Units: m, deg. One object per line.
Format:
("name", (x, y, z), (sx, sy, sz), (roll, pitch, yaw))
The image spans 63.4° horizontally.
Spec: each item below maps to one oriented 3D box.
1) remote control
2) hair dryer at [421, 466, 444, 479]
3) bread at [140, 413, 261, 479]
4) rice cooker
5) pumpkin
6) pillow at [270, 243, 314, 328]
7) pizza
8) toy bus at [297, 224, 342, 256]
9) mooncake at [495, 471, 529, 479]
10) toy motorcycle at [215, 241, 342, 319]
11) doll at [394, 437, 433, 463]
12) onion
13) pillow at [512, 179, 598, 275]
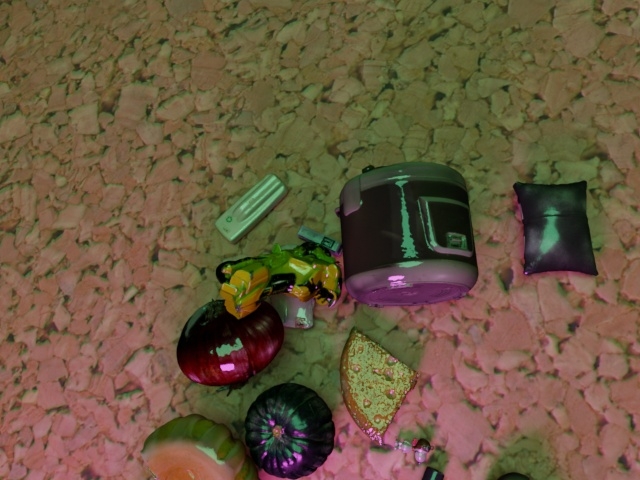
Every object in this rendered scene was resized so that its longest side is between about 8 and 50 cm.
("remote control", (-0.197, -0.096, 1.477), (0.230, 0.049, 0.090), (-44, 69, -3))
("hair dryer", (0.301, 0.636, 1.173), (0.195, 0.050, 0.173), (22, 79, 11))
("bread", (-0.262, 0.563, 1.197), (0.333, 0.160, 0.332), (4, 102, 20))
("rice cooker", (0.211, -0.021, 1.245), (0.336, 0.335, 0.325), (-5, 72, 8))
("pumpkin", (-0.074, 0.450, 1.231), (0.221, 0.162, 0.220), (-7, 71, 20))
("pillow", (-0.068, 0.121, 1.388), (0.128, 0.051, 0.229), (1, 72, 18))
("pizza", (0.147, 0.348, 1.278), (0.197, 0.058, 0.292), (-16, 73, 4))
("toy bus", (0.000, 0.000, 1.412), (0.131, 0.052, 0.036), (25, 77, 16))
("mooncake", (0.425, 0.600, 1.128), (0.169, 0.104, 0.175), (10, 73, 16))
("toy motorcycle", (-0.076, 0.094, 1.237), (0.206, 0.343, 0.142), (36, 125, 39))
("doll", (0.221, 0.490, 1.233), (0.085, 0.040, 0.058), (27, 90, 16))
("onion", (-0.213, 0.273, 1.279), (0.273, 0.273, 0.284), (-10, 106, 7))
("pillow", (0.587, -0.032, 1.291), (0.186, 0.106, 0.249), (-2, 75, 2))
